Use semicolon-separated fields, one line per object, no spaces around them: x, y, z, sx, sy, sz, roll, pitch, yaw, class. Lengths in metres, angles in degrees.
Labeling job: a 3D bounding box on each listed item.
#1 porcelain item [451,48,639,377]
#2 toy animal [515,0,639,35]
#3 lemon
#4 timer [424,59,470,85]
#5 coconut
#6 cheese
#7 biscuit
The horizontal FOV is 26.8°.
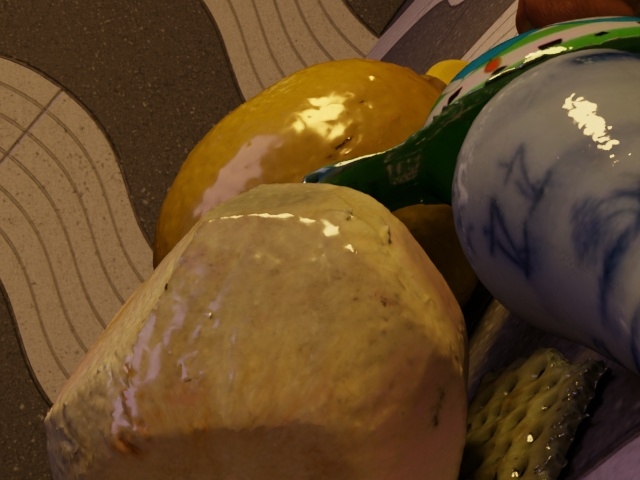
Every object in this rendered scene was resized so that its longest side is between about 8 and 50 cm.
0.137;-0.004;0.574;0.141;0.141;0.259;-50;16;11;porcelain item
0.222;-0.201;0.883;0.312;0.157;0.097;-48;8;19;toy animal
0.004;-0.003;0.975;0.263;0.236;0.236;-59;5;19;lemon
0.135;-0.114;1.183;0.109;0.107;0.107;-49;7;45;timer
-0.021;0.086;0.710;0.237;0.197;0.237;-53;4;5;coconut
0.094;-0.055;0.796;0.320;0.083;0.204;-18;-18;-1;cheese
0.086;0.127;0.688;0.203;0.016;0.144;-58;9;-34;biscuit
